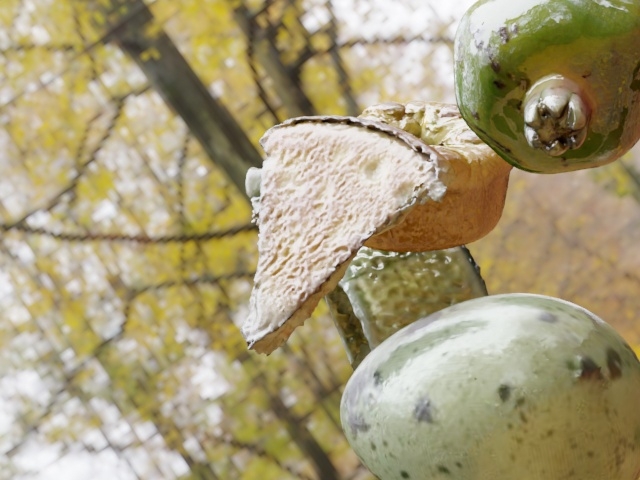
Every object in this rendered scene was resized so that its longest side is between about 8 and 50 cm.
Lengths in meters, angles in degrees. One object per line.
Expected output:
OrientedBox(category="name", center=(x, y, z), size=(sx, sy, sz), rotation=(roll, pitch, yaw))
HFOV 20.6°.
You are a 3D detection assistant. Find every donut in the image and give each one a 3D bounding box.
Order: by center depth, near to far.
OrientedBox(category="donut", center=(0.094, -0.071, 1.894), size=(0.226, 0.226, 0.114), rotation=(-22, -58, -40))

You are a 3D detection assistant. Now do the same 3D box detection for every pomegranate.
OrientedBox(category="pomegranate", center=(0.193, -0.130, 1.429), size=(0.180, 0.180, 0.210), rotation=(-43, 11, 23))

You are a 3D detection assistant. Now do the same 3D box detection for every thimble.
OrientedBox(category="thimble", center=(0.110, 0.104, 2.032), size=(0.150, 0.271, 0.271), rotation=(-23, -18, -6))

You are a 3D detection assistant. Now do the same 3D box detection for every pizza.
OrientedBox(category="pizza", center=(0.000, 0.000, 1.285), size=(0.052, 0.185, 0.195), rotation=(42, -109, -46))

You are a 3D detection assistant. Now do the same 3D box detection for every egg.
OrientedBox(category="egg", center=(0.125, 0.126, 1.266), size=(0.228, 0.177, 0.177), rotation=(-2, -9, 15))
